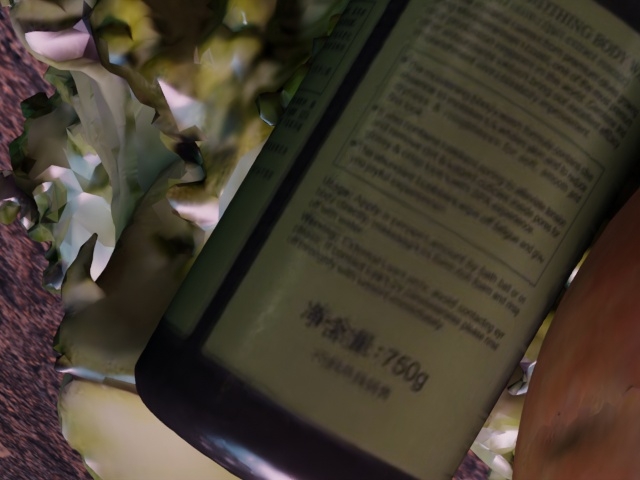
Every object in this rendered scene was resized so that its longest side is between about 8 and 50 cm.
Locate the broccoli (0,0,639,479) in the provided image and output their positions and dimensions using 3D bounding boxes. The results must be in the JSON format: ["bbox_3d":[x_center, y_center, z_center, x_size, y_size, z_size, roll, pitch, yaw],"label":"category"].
[{"bbox_3d":[0.006,-0.018,0.685,0.324,0.272,0.334,-5,138,-4],"label":"broccoli"}]

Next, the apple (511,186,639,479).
[{"bbox_3d":[0.240,0.099,0.398,0.391,0.391,0.346,44,140,-12],"label":"apple"}]

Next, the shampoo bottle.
[{"bbox_3d":[0.054,-0.051,0.474,0.101,0.284,0.101,30,177,2],"label":"shampoo bottle"}]
